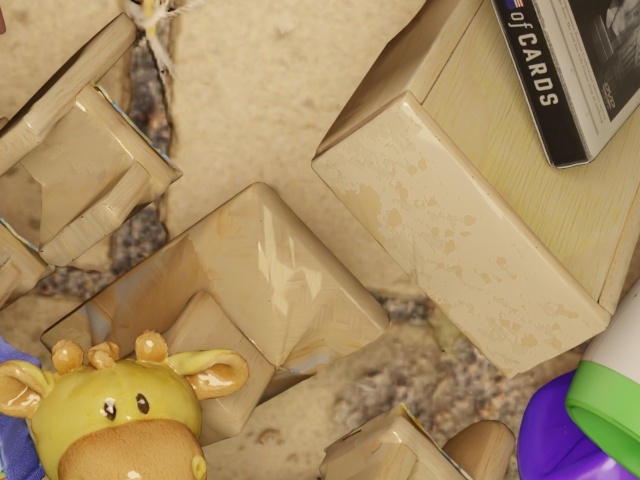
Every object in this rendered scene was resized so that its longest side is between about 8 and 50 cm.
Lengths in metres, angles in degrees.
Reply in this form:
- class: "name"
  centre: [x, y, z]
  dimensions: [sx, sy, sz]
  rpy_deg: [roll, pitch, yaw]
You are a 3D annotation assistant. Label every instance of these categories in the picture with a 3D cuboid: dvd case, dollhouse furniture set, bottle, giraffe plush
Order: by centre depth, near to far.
- class: "dvd case"
  centre: [0.149, -0.169, 0.858]
  dimensions: [0.030, 0.239, 0.179]
  rpy_deg: [-8, 114, 37]
- class: "giraffe plush"
  centre: [-0.099, 0.141, 0.874]
  dimensions: [0.210, 0.181, 0.170]
  rpy_deg: [31, 127, 40]
- class: "dollhouse furniture set"
  centre: [0.000, 0.000, 0.981]
  dimensions: [0.362, 0.256, 0.394]
  rpy_deg: [47, 129, -13]
- class: "bottle"
  centre: [0.237, 0.203, 1.054]
  dimensions: [0.092, 0.118, 0.283]
  rpy_deg: [-28, 120, 27]

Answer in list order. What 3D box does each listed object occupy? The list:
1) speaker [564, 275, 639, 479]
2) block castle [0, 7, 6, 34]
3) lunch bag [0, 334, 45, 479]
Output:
- class: "speaker"
  centre: [0.269, 0.009, 0.913]
  dimensions: [0.131, 0.131, 0.296]
  rpy_deg: [41, 81, -11]
- class: "block castle"
  centre: [-0.398, -0.085, 0.736]
  dimensions: [0.453, 0.303, 0.212]
  rpy_deg: [-5, 112, 8]
- class: "lunch bag"
  centre: [-0.301, 0.064, 0.928]
  dimensions: [0.293, 0.138, 0.221]
  rpy_deg: [5, 130, 17]
